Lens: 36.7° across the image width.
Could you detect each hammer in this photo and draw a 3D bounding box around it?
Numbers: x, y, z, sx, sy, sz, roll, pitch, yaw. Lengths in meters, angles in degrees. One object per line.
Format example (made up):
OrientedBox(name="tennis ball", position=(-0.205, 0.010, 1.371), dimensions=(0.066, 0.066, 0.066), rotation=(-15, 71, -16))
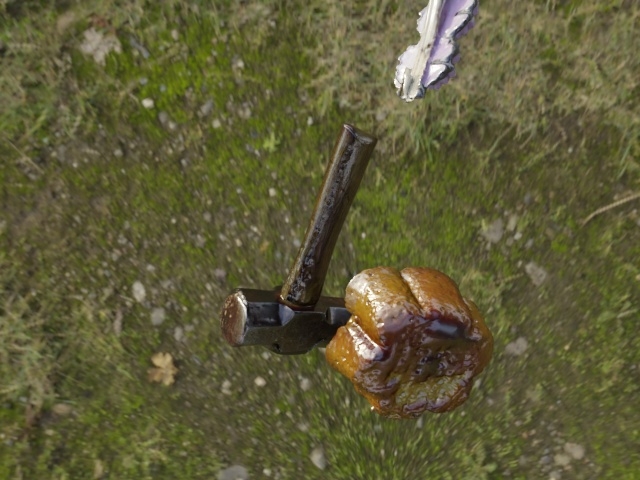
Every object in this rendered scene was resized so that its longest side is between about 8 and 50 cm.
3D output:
OrientedBox(name="hammer", position=(0.000, 0.000, 1.557), dimensions=(0.095, 0.242, 0.409), rotation=(47, 125, 49))

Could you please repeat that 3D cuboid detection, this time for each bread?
OrientedBox(name="bread", position=(0.139, 0.164, 1.465), dimensions=(0.246, 0.135, 0.232), rotation=(11, 110, -23))

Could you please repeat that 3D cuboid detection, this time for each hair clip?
OrientedBox(name="hair clip", position=(0.177, -0.322, 1.471), dimensions=(0.106, 0.084, 0.292), rotation=(3, 62, 31))
